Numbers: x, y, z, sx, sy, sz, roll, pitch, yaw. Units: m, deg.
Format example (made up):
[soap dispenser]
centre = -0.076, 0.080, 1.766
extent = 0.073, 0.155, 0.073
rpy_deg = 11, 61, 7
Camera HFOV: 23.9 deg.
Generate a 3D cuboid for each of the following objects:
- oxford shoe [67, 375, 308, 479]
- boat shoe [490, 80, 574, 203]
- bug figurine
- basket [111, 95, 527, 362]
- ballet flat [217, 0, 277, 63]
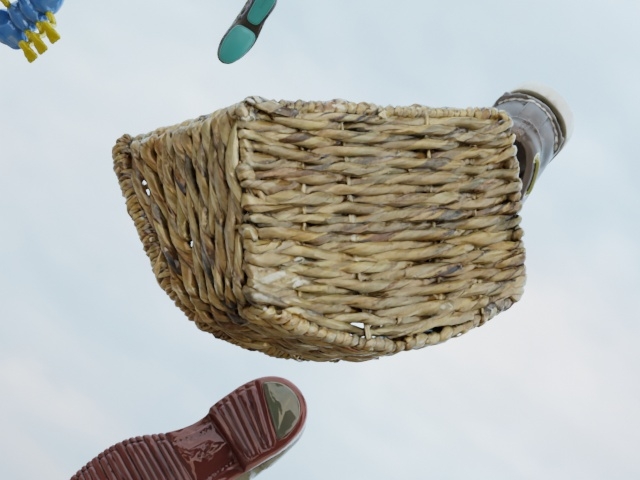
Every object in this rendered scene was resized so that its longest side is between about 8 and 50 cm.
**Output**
[oxford shoe]
centre = -0.167, 0.293, 1.872
extent = 0.130, 0.348, 0.123
rpy_deg = 77, -13, -69
[boat shoe]
centre = 0.159, -0.038, 1.663
extent = 0.116, 0.097, 0.324
rpy_deg = 41, -46, 5
[bug figurine]
centre = -0.288, -0.315, 1.390
extent = 0.216, 0.072, 0.279
rpy_deg = -31, -85, 24
[basket]
centre = 0.000, 0.000, 1.301
extent = 0.299, 0.214, 0.223
rpy_deg = -1, -5, -37
[ballet flat]
centre = -0.094, -0.274, 1.934
extent = 0.041, 0.114, 0.041
rpy_deg = 35, 3, -2
